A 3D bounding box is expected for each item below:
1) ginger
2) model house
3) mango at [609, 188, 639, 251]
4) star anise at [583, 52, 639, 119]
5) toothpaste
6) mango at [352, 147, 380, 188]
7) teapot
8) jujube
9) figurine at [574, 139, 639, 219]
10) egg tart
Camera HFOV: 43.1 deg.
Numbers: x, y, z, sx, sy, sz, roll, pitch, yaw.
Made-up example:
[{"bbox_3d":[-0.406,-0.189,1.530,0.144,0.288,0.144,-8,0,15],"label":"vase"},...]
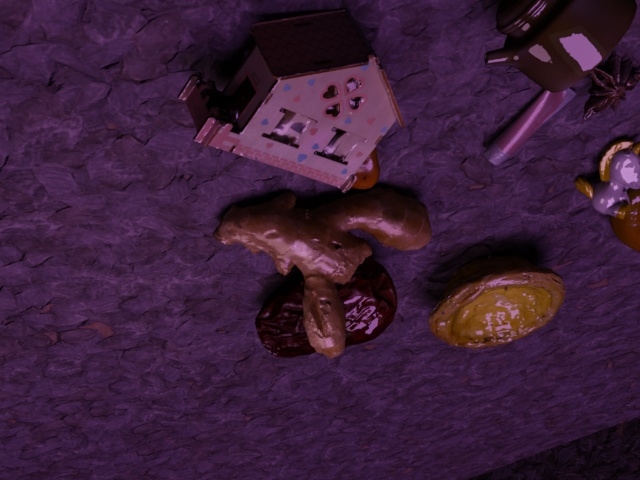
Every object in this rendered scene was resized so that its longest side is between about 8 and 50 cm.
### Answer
[{"bbox_3d":[0.012,-0.009,1.585,0.348,0.122,0.363,43,88,-12],"label":"ginger"},{"bbox_3d":[-0.020,-0.237,1.252,0.326,0.169,0.244,15,130,-38],"label":"model house"},{"bbox_3d":[0.718,-0.053,1.815,0.136,0.099,0.227,-27,135,22],"label":"mango"},{"bbox_3d":[0.531,-0.281,1.457,0.129,0.056,0.124,-20,128,-9],"label":"star anise"},{"bbox_3d":[0.386,-0.219,1.514,0.067,0.043,0.194,20,128,-36],"label":"toothpaste"},{"bbox_3d":[0.073,-0.142,1.495,0.080,0.061,0.114,10,143,-8],"label":"mango"},{"bbox_3d":[0.350,-0.352,1.204,0.175,0.185,0.268,36,94,-15],"label":"teapot"},{"bbox_3d":[0.007,0.154,1.795,0.342,0.216,0.216,-29,143,32],"label":"jujube"},{"bbox_3d":[0.622,-0.132,1.674,0.129,0.109,0.178,26,131,-6],"label":"figurine"},{"bbox_3d":[0.412,0.137,1.948,0.345,0.133,0.345,-9,145,-7],"label":"egg tart"}]
